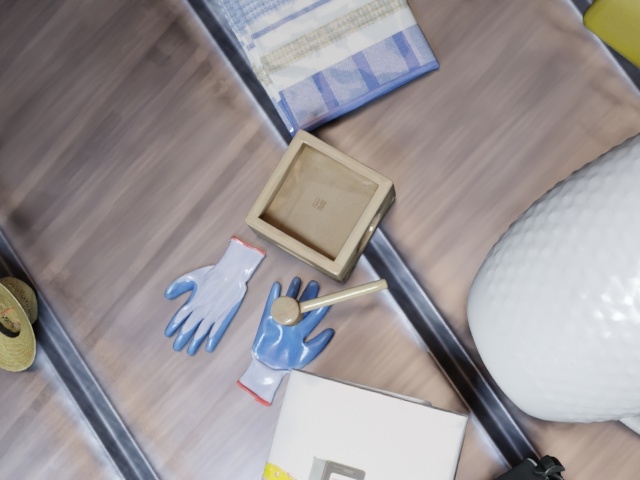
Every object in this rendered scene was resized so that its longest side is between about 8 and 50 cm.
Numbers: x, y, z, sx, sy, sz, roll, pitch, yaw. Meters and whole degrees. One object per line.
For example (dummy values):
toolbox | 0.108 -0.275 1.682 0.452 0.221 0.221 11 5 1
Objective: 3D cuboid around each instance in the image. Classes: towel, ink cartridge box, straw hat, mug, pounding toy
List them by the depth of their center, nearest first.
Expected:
mug | 0.364 0.081 1.455 0.328 0.276 0.374 -31 112 27
ink cartridge box | 0.036 0.297 1.479 0.197 0.198 0.270 14 82 8
pounding toy | 0.005 0.010 1.578 0.181 0.094 0.206 30 85 9
straw hat | -0.371 0.079 1.614 0.144 0.144 0.061 40 44 10
towel | -0.009 -0.287 1.659 0.209 0.034 0.285 -28 82 -2

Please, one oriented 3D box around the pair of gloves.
pair of gloves | -0.088 0.090 1.611 0.198 0.023 0.159 32 85 8

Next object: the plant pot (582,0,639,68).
plant pot | 0.452 -0.292 1.542 0.212 0.187 0.212 40 86 10

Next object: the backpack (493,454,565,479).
backpack | 0.259 0.386 1.420 0.191 0.225 0.253 -41 114 -2
